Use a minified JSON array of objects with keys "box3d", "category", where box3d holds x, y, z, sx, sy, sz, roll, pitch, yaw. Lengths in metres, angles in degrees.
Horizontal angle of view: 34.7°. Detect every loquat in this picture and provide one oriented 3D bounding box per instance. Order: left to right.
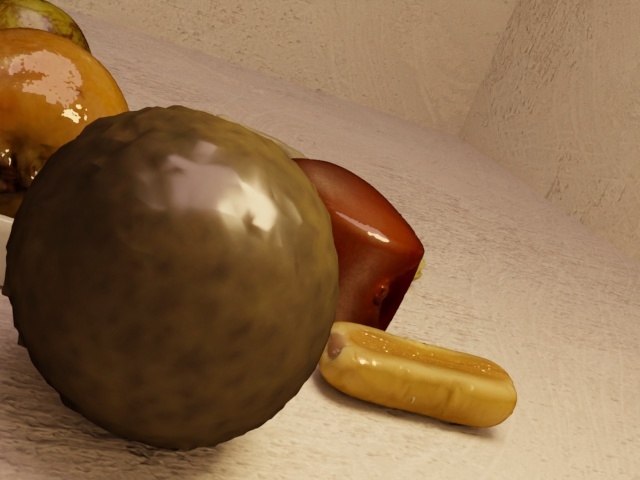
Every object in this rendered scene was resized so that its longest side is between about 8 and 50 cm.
[{"box3d":[-0.429,-0.145,1.478,0.329,0.328,0.328,21,16,-6],"category":"loquat"}]

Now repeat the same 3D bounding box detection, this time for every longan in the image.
[{"box3d":[-0.167,0.040,1.148,0.391,0.391,0.391,21,16,-6],"category":"longan"}]

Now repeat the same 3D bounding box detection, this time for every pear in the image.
[{"box3d":[-0.560,-0.324,1.961,0.284,0.283,0.283,21,16,-6],"category":"pear"}]

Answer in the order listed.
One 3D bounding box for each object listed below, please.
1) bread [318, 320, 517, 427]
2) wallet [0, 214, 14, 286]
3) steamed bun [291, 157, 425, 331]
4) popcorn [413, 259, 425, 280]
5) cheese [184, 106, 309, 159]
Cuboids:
[{"box3d":[0.143,0.205,1.510,0.305,0.091,0.142,17,24,-19],"category":"bread"},{"box3d":[-0.402,0.022,1.371,0.190,0.095,0.033,18,8,-7],"category":"wallet"},{"box3d":[0.000,0.000,1.715,0.248,0.235,0.379,20,16,-20],"category":"steamed bun"},{"box3d":[0.154,0.045,2.064,0.109,0.089,0.097,34,30,25],"category":"popcorn"},{"box3d":[-0.196,-0.150,2.101,0.332,0.153,0.292,21,16,-11],"category":"cheese"}]
